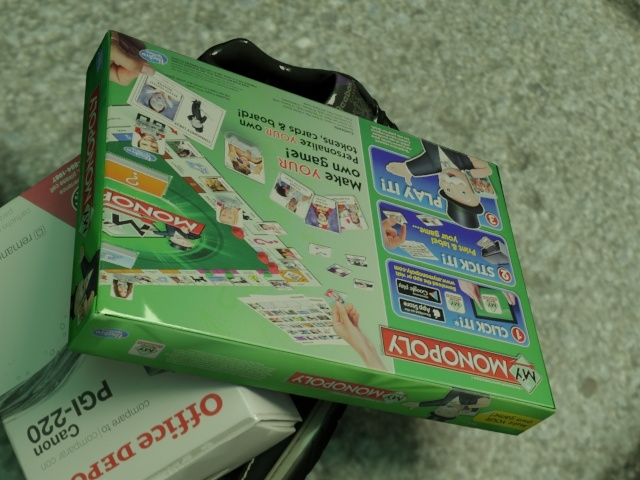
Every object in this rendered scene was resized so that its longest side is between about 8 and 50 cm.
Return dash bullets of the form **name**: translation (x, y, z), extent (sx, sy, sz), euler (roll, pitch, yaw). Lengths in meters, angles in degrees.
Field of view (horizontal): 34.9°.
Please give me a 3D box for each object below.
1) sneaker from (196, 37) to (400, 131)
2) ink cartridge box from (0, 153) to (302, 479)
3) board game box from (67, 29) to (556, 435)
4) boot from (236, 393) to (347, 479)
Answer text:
- **sneaker**: translation (0.022, -0.065, 0.808), extent (0.283, 0.124, 0.107), euler (22, 60, -5)
- **ink cartridge box**: translation (-0.136, 0.066, 0.673), extent (0.158, 0.092, 0.218), euler (-32, 74, 8)
- **board game box**: translation (0.000, 0.000, 0.666), extent (0.317, 0.046, 0.213), euler (16, 50, -27)
- **boot**: translation (-0.053, 0.066, 0.749), extent (0.178, 0.085, 0.236), euler (25, 68, 9)
